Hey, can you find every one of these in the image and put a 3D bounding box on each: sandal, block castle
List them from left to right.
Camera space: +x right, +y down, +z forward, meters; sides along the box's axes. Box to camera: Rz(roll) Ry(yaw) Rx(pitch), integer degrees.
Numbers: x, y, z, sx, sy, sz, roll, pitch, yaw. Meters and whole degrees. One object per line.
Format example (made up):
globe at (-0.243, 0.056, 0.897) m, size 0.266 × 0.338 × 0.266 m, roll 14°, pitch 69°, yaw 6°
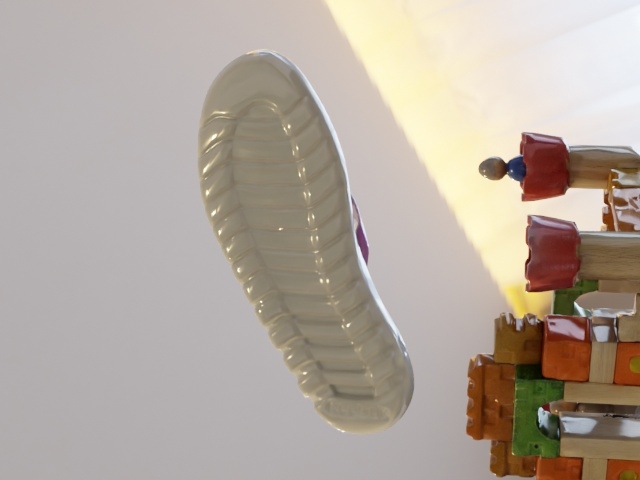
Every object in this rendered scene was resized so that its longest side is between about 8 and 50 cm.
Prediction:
sandal at (-0.014, 0.003, 1.541) m, size 0.102 × 0.169 × 0.416 m, roll -34°, pitch -72°, yaw -62°
block castle at (0.281, 0.128, 1.749) m, size 0.303 × 0.213 × 0.453 m, roll -79°, pitch -10°, yaw -60°
